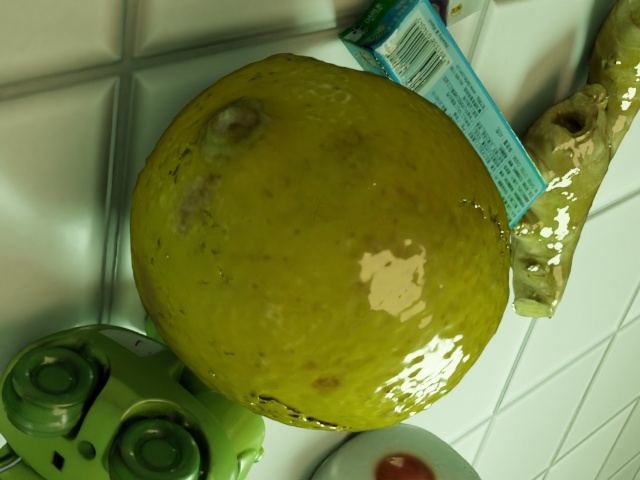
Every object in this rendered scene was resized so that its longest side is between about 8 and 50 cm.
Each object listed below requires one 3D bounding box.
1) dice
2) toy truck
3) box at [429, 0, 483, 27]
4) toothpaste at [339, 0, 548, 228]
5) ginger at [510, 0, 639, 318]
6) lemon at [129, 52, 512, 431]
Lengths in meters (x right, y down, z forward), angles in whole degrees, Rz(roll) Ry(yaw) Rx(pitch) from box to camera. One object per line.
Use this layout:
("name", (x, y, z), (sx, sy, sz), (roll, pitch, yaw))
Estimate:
("dice", (0.092, 0.364, 1.230), (0.193, 0.194, 0.192), (-25, 141, -40))
("toy truck", (-0.125, 0.142, 0.718), (0.210, 0.187, 0.148), (-19, 143, -42))
("box", (0.112, -0.237, 0.786), (0.051, 0.036, 0.117), (-34, 145, -26))
("toothpaste", (0.115, -0.106, 0.840), (0.065, 0.050, 0.267), (-50, 132, -6))
("ginger", (0.292, -0.101, 1.110), (0.363, 0.122, 0.348), (-50, 152, -14))
("lemon", (0.000, 0.000, 0.673), (0.258, 0.258, 0.310), (-51, 146, -2))
